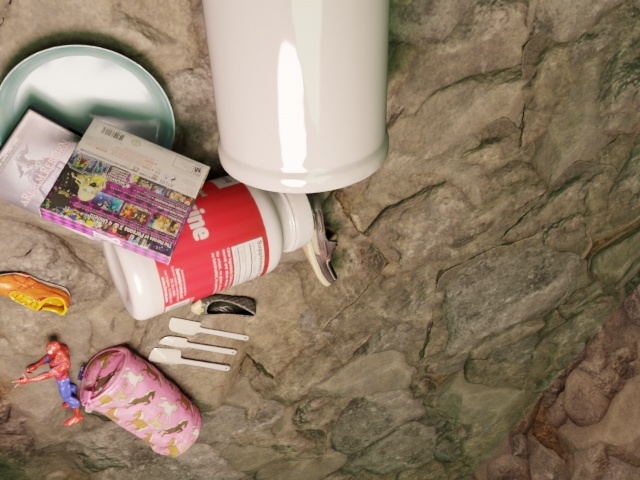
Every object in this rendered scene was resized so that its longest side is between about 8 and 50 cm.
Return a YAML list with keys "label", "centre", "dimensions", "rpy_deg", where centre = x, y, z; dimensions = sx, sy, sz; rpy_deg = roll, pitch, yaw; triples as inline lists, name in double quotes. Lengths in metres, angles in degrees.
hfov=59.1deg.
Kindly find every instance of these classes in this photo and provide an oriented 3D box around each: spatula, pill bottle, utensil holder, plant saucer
- label: "spatula"
  centre: [-0.333, 0.295, 1.561]
  dimensions: [0.241, 0.019, 0.168]
  rpy_deg: [18, 113, -33]
- label: "pill bottle"
  centre: [-0.228, -0.008, 1.184]
  dimensions: [0.407, 0.229, 0.229]
  rpy_deg: [-20, 134, -28]
- label: "utensil holder"
  centre: [-0.037, -0.330, 0.980]
  dimensions: [0.327, 0.328, 0.386]
  rpy_deg: [-12, 127, -13]
- label: "plant saucer"
  centre: [-0.443, -0.222, 1.081]
  dimensions: [0.317, 0.044, 0.318]
  rpy_deg: [-11, 130, -13]

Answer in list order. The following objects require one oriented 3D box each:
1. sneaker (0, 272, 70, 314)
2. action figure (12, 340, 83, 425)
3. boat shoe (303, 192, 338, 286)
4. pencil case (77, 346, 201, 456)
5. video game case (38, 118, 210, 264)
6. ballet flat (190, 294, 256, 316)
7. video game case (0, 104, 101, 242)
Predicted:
- label: "sneaker"
  centre: [-0.645, 0.119, 1.256]
  dimensions: [0.175, 0.067, 0.064]
  rpy_deg: [19, 119, -31]
- label: "action figure"
  centre: [-0.684, 0.360, 1.415]
  dimensions: [0.138, 0.091, 0.281]
  rpy_deg: [-10, 131, -26]
- label: "boat shoe"
  centre: [0.000, 0.000, 1.403]
  dimensions: [0.092, 0.103, 0.285]
  rpy_deg: [-22, 126, 2]
- label: "pencil case"
  centre: [-0.476, 0.445, 1.527]
  dimensions: [0.167, 0.160, 0.386]
  rpy_deg: [-25, 133, 8]
- label: "video game case"
  centre: [-0.344, -0.091, 1.021]
  dimensions: [0.231, 0.210, 0.042]
  rpy_deg: [22, 149, -11]
- label: "ballet flat"
  centre: [-0.250, 0.174, 1.473]
  dimensions: [0.173, 0.049, 0.058]
  rpy_deg: [1, 126, -23]
- label: "video game case"
  centre: [-0.485, -0.114, 1.107]
  dimensions: [0.274, 0.026, 0.196]
  rpy_deg: [30, 111, -38]
